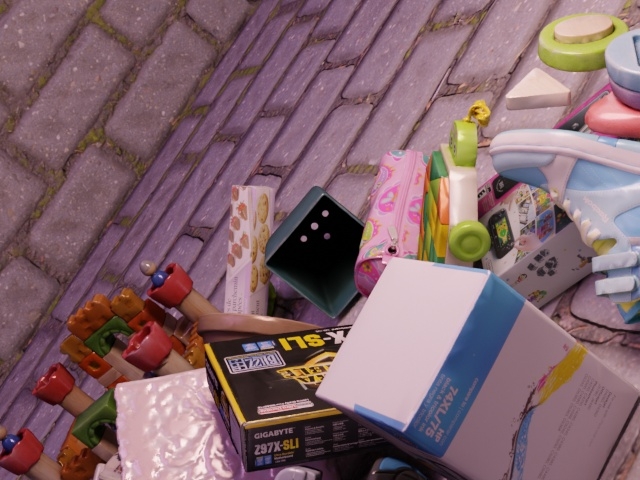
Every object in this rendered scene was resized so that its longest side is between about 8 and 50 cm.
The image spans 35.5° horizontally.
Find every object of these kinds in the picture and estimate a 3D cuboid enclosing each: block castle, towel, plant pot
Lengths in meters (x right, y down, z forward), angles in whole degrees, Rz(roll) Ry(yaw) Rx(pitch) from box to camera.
[{"bbox_3d":[-0.412,0.257,1.927,0.453,0.213,0.303,-39,19,23],"label":"block castle"},{"bbox_3d":[-0.131,0.330,1.450,0.317,0.053,0.332,-9,52,-5],"label":"towel"},{"bbox_3d":[0.000,0.000,1.843,0.165,0.165,0.234,-49,15,7],"label":"plant pot"},{"bbox_3d":[-0.097,0.197,1.698,0.237,0.237,0.110,-11,69,56],"label":"plant pot"}]

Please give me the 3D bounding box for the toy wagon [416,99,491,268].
[{"bbox_3d":[0.189,-0.035,1.438,0.267,0.068,0.344,-92,4,-64],"label":"toy wagon"}]

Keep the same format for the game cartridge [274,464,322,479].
[{"bbox_3d":[-0.054,0.427,1.236,0.196,0.060,0.294,59,-138,-75],"label":"game cartridge"}]

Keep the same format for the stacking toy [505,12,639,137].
[{"bbox_3d":[0.405,-0.276,1.329,0.279,0.130,0.309,10,42,28],"label":"stacking toy"}]

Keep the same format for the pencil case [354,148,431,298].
[{"bbox_3d":[0.134,-0.029,1.685,0.124,0.124,0.284,-30,30,39],"label":"pencil case"}]

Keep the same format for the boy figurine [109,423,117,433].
[{"bbox_3d":[-0.350,0.367,2.039,0.285,0.092,0.177,-23,26,44],"label":"boy figurine"}]

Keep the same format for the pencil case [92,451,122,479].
[{"bbox_3d":[-0.236,0.423,1.661,0.410,0.183,0.160,-15,43,54],"label":"pencil case"}]

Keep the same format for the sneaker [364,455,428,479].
[{"bbox_3d":[0.071,0.413,1.214,0.140,0.125,0.341,-49,18,34],"label":"sneaker"}]

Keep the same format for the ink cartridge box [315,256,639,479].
[{"bbox_3d":[0.182,0.176,1.157,0.197,0.270,0.198,-60,25,-12],"label":"ink cartridge box"}]

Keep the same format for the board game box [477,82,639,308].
[{"bbox_3d":[0.358,-0.067,1.386,0.303,0.097,0.224,-39,28,25],"label":"board game box"}]

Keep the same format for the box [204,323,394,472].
[{"bbox_3d":[0.019,0.203,1.388,0.257,0.322,0.079,-136,42,-67],"label":"box"}]

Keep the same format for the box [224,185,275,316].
[{"bbox_3d":[-0.138,0.056,1.912,0.063,0.067,0.324,7,94,35],"label":"box"}]

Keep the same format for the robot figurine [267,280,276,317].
[{"bbox_3d":[-0.126,0.123,2.003,0.101,0.067,0.115,-40,28,32],"label":"robot figurine"}]

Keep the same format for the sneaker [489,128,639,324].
[{"bbox_3d":[0.330,-0.017,1.200,0.319,0.127,0.208,15,93,35],"label":"sneaker"}]
